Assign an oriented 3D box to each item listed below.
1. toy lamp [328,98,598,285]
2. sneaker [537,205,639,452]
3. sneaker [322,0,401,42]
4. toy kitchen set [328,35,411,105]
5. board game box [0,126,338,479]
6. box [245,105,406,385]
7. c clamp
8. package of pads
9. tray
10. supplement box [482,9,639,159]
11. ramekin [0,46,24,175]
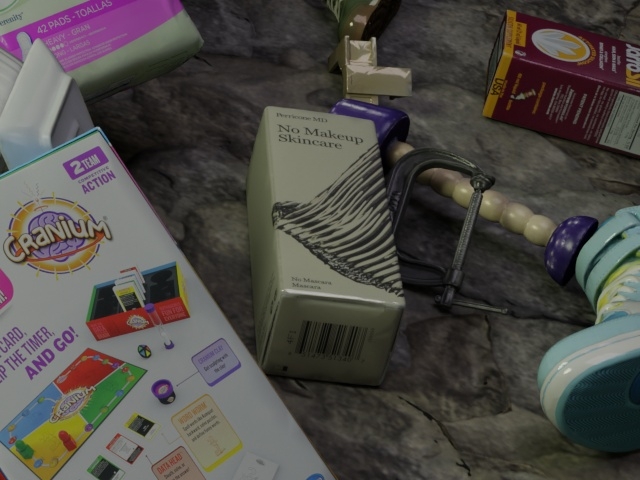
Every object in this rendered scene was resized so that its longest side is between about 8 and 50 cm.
[{"bbox_3d":[0.126,-0.052,1.829,0.274,0.080,0.080,30,37,15],"label":"toy lamp"},{"bbox_3d":[0.260,0.065,1.682,0.319,0.127,0.208,-5,41,-42],"label":"sneaker"},{"bbox_3d":[0.031,-0.256,2.083,0.086,0.064,0.192,20,30,8],"label":"sneaker"},{"bbox_3d":[0.050,-0.156,1.980,0.068,0.075,0.083,2,77,-14],"label":"toy kitchen set"},{"bbox_3d":[-0.154,0.103,1.301,0.242,0.064,0.316,-31,87,-47],"label":"board game box"},{"bbox_3d":[0.000,0.000,1.690,0.113,0.094,0.275,6,37,-12],"label":"box"},{"bbox_3d":[0.115,-0.010,1.758,0.137,0.022,0.161,6,66,15],"label":"c clamp"},{"bbox_3d":[-0.268,-0.250,1.688,0.229,0.101,0.296,-28,91,-39],"label":"package of pads"},{"bbox_3d":[-0.176,-0.011,1.503,0.030,0.270,0.145,-11,33,13],"label":"tray"},{"bbox_3d":[0.271,-0.162,2.029,0.188,0.081,0.104,15,35,-2],"label":"supplement box"},{"bbox_3d":[-0.320,-0.052,1.505,0.127,0.273,0.273,25,34,-8],"label":"ramekin"}]
